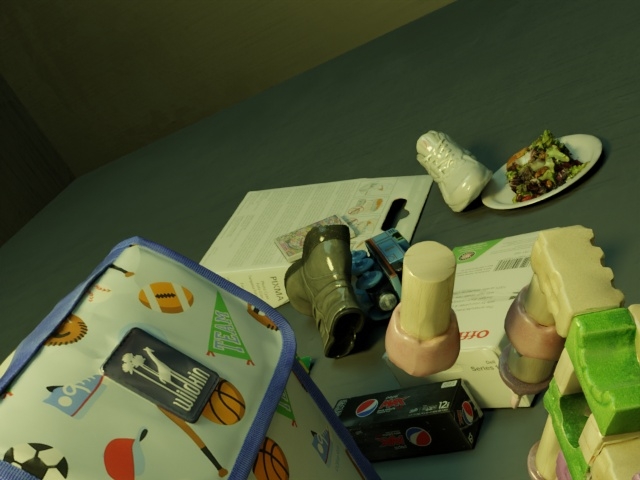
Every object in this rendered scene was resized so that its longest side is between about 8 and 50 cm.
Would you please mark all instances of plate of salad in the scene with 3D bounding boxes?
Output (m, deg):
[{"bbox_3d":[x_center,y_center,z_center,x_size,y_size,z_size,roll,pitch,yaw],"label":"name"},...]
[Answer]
[{"bbox_3d":[0.335,-0.115,1.405,0.200,0.048,0.200,-27,21,11],"label":"plate of salad"}]

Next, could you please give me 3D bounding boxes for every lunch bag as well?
[{"bbox_3d":[-0.130,0.224,0.815,0.239,0.385,0.328,-22,22,26],"label":"lunch bag"}]

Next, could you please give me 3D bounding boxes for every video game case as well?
[{"bbox_3d":[-0.011,-0.005,1.533,0.122,0.011,0.087,-22,27,-10],"label":"video game case"}]

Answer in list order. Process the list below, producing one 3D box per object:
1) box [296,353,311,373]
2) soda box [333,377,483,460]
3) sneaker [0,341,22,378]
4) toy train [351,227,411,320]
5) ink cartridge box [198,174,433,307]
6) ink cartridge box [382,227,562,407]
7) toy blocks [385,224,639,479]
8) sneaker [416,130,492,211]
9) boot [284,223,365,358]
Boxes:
[{"bbox_3d":[-0.087,0.219,1.258,0.105,0.043,0.179,-18,23,33],"label":"box"},{"bbox_3d":[0.090,0.203,1.011,0.169,0.060,0.053,-16,27,35],"label":"soda box"},{"bbox_3d":[-0.468,0.331,1.440,0.447,0.169,0.257,-48,33,-18],"label":"sneaker"},{"bbox_3d":[0.098,0.048,1.334,0.105,0.080,0.184,-27,20,-2],"label":"toy train"},{"bbox_3d":[0.000,0.000,1.629,0.385,0.091,0.308,-4,30,21],"label":"ink cartridge box"},{"bbox_3d":[0.196,0.093,1.062,0.160,0.092,0.219,-12,28,44],"label":"ink cartridge box"},{"bbox_3d":[0.229,0.162,0.740,0.309,0.260,0.288,-9,50,-5],"label":"toy blocks"},{"bbox_3d":[0.205,-0.123,1.497,0.090,0.115,0.232,-49,14,10],"label":"sneaker"},{"bbox_3d":[0.004,0.099,1.303,0.083,0.161,0.246,-3,-28,-11],"label":"boot"}]
